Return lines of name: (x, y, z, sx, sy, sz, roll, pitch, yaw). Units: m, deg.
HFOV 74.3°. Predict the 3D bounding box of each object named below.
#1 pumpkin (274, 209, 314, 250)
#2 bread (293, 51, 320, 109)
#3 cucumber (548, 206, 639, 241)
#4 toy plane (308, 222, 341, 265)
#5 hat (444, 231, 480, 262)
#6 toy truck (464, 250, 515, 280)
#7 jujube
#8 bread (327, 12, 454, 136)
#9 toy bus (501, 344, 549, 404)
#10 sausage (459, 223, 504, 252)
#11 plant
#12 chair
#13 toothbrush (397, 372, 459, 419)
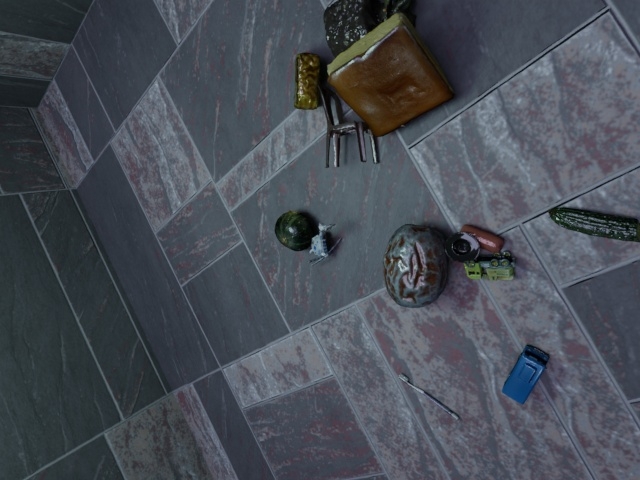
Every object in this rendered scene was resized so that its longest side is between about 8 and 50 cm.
pumpkin: (-0.117, -0.043, 1.897, 0.190, 0.146, 0.190, 17, 137, 16)
bread: (-0.055, -0.643, 1.708, 0.095, 0.181, 0.223, 0, 104, -11)
cucumber: (0.851, -0.049, 1.311, 0.265, 0.077, 0.077, 14, 108, 32)
toy plane: (-0.009, 0.005, 1.804, 0.182, 0.273, 0.107, -40, 66, -3)
hat: (0.504, 0.026, 1.502, 0.121, 0.050, 0.121, 0, 89, 16)
toy truck: (0.605, 0.099, 1.504, 0.168, 0.077, 0.100, -4, 112, 30)
jujube: (0.353, 0.090, 1.578, 0.246, 0.215, 0.308, -5, 93, 38)
bread: (0.238, -0.550, 1.453, 0.323, 0.333, 0.143, -25, 43, 36)
toy bus: (0.724, 0.473, 1.492, 0.090, 0.106, 0.185, 28, 115, 28)
sausage: (0.574, -0.006, 1.504, 0.154, 0.062, 0.062, 26, 114, 26)
plant: (0.184, -0.771, 1.492, 0.312, 0.215, 0.213, -1, 100, 30)
chair: (0.102, -0.454, 1.646, 0.183, 0.175, 0.327, -3, 98, 26)
toothbrush: (0.450, 0.649, 1.763, 0.288, 0.024, 0.026, 33, 103, 24)
